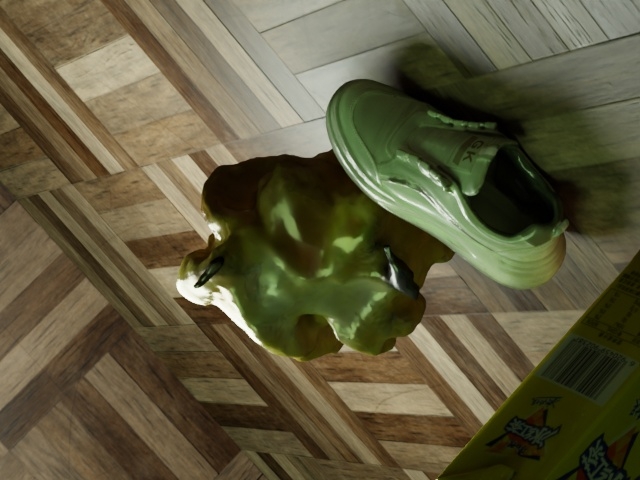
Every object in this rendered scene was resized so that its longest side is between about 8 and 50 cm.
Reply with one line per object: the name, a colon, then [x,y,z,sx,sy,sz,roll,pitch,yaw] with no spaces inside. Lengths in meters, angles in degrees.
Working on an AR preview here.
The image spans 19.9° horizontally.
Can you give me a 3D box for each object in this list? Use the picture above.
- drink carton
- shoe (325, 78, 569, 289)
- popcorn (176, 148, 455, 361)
drink carton: [0.287,0.188,1.888,0.111,0.351,0.154,22,150,43]
shoe: [0.147,-0.080,1.973,0.316,0.124,0.159,37,159,3]
popcorn: [0.000,0.000,2.227,0.316,0.281,0.297,26,119,-6]
